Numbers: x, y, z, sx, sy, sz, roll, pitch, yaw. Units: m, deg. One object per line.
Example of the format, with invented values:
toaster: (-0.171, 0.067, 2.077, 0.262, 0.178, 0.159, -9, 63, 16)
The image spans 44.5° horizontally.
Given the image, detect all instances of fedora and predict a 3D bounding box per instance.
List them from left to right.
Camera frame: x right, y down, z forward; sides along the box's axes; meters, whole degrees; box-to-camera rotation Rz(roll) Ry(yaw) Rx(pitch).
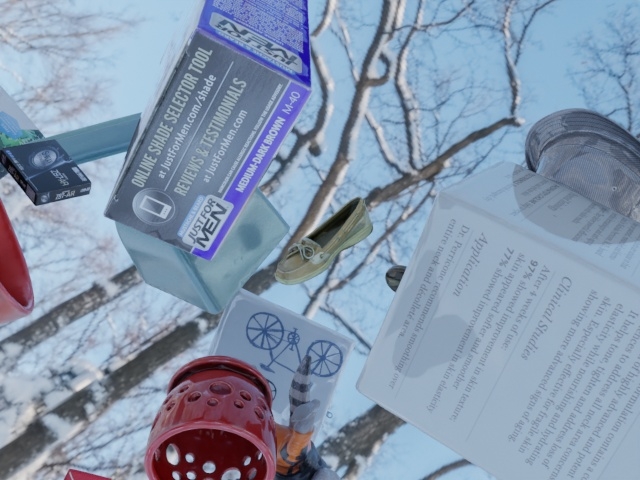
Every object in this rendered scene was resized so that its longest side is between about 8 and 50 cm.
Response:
fedora: (0.441, -0.073, 1.298, 0.275, 0.124, 0.244, 45, -28, -17)

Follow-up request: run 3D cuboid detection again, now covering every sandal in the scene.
sandal: (0.236, 0.090, 1.522, 0.219, 0.060, 0.090, 15, -49, 15)

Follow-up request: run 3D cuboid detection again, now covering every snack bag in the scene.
snack bag: (-0.113, 0.317, 1.751, 0.323, 0.342, 0.037, 25, -17, -14)

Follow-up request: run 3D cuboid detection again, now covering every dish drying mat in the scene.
dish drying mat: (-0.424, 0.438, 1.421, 0.008, 0.083, 0.032, 22, -94, 59)

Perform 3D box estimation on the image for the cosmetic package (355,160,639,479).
cosmetic package: (0.327, 0.129, 1.107, 0.394, 0.327, 0.329, 30, -66, 19)

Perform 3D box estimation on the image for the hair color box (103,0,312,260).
hair color box: (-0.096, -0.158, 0.746, 0.110, 0.339, 0.185, 25, -60, -16)

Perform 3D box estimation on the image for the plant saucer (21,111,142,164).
plant saucer: (-0.318, -0.137, 1.091, 0.067, 0.192, 0.018, 97, -29, -61)

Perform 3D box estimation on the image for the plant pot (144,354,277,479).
plant pot: (-0.158, 0.281, 1.188, 0.191, 0.174, 0.191, 1, -55, 1)

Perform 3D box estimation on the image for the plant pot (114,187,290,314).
plant pot: (-0.261, -0.050, 1.556, 0.247, 0.248, 0.252, 18, -31, 39)

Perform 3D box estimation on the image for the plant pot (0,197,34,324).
plant pot: (-0.448, 0.000, 0.757, 0.275, 0.243, 0.275, 61, -13, 24)

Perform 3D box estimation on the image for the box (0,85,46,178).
box: (-0.629, -0.190, 1.332, 0.058, 0.322, 0.232, -30, -71, 25)

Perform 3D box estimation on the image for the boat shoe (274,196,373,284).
boat shoe: (0.002, 0.000, 0.988, 0.056, 0.153, 0.048, 31, -34, 49)

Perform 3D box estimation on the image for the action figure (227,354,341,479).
action figure: (-0.011, 0.380, 1.325, 0.341, 0.178, 0.330, 9, -55, 34)

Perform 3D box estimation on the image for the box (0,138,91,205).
box: (-0.305, -0.076, 0.869, 0.083, 0.067, 0.018, 46, -49, 25)
